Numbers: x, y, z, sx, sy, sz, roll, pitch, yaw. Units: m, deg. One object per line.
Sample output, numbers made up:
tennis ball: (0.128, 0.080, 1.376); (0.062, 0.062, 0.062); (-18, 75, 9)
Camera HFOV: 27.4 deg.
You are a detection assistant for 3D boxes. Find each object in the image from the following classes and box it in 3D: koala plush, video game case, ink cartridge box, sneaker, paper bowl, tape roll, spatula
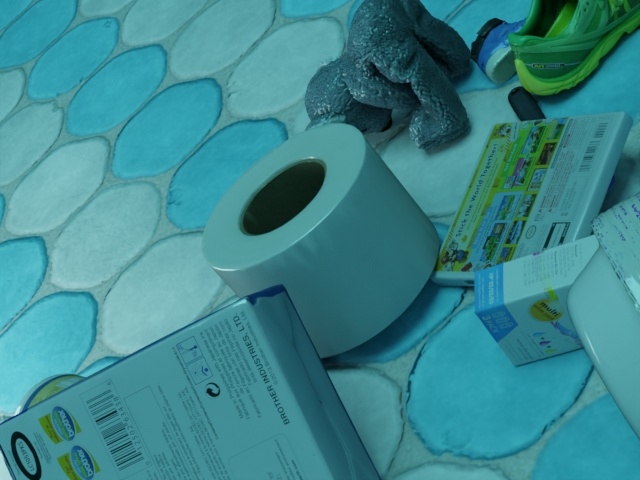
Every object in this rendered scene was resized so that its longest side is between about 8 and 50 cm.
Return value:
koala plush: (0.063, -0.216, 1.799); (0.221, 0.203, 0.196); (-28, 36, 34)
video game case: (0.245, -0.047, 1.545); (0.206, 0.026, 0.227); (-1, 59, 50)
ink cartridge box: (0.266, 0.060, 1.393); (0.181, 0.104, 0.062); (-19, 42, 25)
sneaker: (0.352, -0.319, 1.691); (0.295, 0.123, 0.109); (-50, 38, -14)
paper bowl: (0.324, 0.096, 1.159); (0.148, 0.284, 0.284); (-32, 38, 11)
tape roll: (0.000, 0.000, 1.605); (0.246, 0.169, 0.246); (-30, 29, 19)
spatula: (0.285, -0.118, 1.620); (0.084, 0.030, 0.296); (-35, 37, 12)
sneaker: (0.269, -0.288, 1.784); (0.152, 0.058, 0.084); (-44, 45, 6)
ink cartridge box: (-0.167, 0.254, 1.420); (0.395, 0.270, 0.151); (-28, -6, 13)

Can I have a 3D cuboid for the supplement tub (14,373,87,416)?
supplement tub: (-0.273, 0.247, 1.630); (0.199, 0.144, 0.144); (5, 56, 43)
